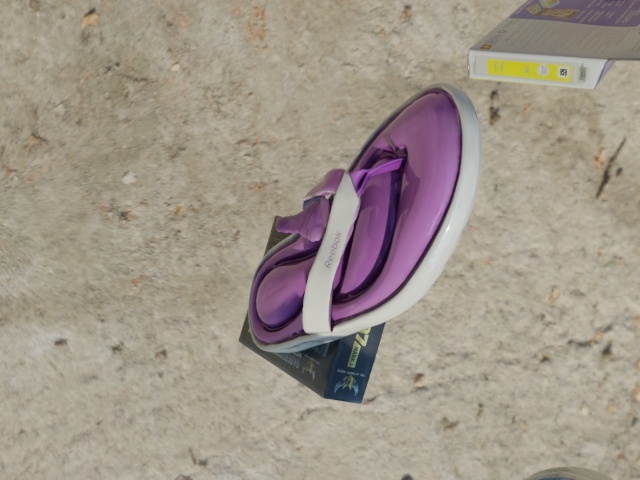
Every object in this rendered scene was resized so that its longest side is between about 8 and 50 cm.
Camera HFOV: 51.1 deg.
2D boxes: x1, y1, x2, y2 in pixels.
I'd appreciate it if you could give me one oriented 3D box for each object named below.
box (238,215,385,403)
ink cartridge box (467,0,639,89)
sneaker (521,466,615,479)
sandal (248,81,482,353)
[{"bbox_3d":[-0.008,0.075,0.828,0.059,0.232,0.184,17,88,-32],"label":"box"},{"bbox_3d":[0.469,-0.360,1.196,0.303,0.307,0.072,-42,137,-38],"label":"ink cartridge box"},{"bbox_3d":[0.282,0.287,0.502,0.236,0.322,0.130,32,87,-26],"label":"sneaker"},{"bbox_3d":[0.003,0.013,0.647,0.102,0.416,0.169,5,57,-28],"label":"sandal"}]
